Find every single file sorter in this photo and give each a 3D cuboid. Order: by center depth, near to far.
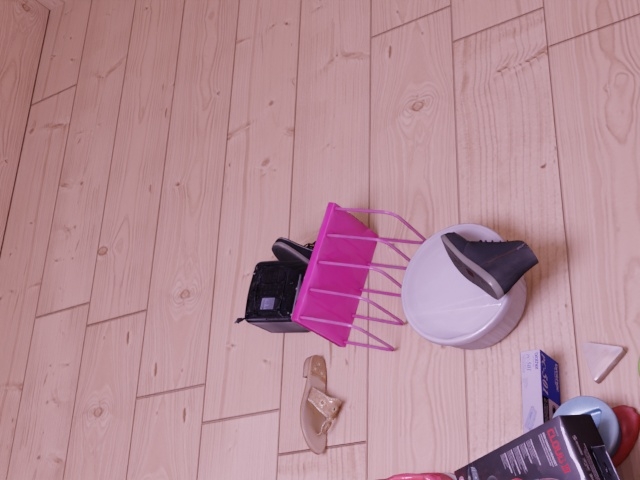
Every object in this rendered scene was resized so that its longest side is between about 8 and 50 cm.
[{"bbox_3d":[0.101,0.089,2.178,0.182,0.202,0.291,5,71,38],"label":"file sorter"}]

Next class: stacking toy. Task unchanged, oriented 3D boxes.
[{"bbox_3d":[0.573,0.292,1.748,0.309,0.130,0.280,-7,63,35],"label":"stacking toy"}]

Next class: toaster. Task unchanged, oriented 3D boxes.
[{"bbox_3d":[-0.098,0.141,2.366,0.185,0.110,0.168,-5,63,36],"label":"toaster"}]

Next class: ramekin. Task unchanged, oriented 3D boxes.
[{"bbox_3d":[0.318,0.111,2.047,0.272,0.127,0.273,-18,57,29],"label":"ramekin"}]

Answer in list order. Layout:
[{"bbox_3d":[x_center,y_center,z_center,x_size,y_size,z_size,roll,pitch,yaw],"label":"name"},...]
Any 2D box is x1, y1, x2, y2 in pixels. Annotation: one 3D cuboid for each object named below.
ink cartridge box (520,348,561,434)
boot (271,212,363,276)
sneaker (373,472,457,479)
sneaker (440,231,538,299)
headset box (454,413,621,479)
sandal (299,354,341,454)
[{"bbox_3d":[0.434,0.327,1.861,0.046,0.097,0.207,-15,59,32],"label":"ink cartridge box"},{"bbox_3d":[0.000,0.001,2.290,0.085,0.236,0.179,-9,57,53],"label":"boot"},{"bbox_3d":[0.139,0.526,1.959,0.313,0.136,0.116,-22,54,28],"label":"sneaker"},{"bbox_3d":[0.344,0.029,1.944,0.118,0.083,0.222,-35,40,-7],"label":"sneaker"},{"bbox_3d":[0.406,0.452,1.683,0.293,0.110,0.218,-39,57,36],"label":"headset box"},{"bbox_3d":[0.008,0.364,2.181,0.079,0.088,0.240,-27,48,32],"label":"sandal"}]
